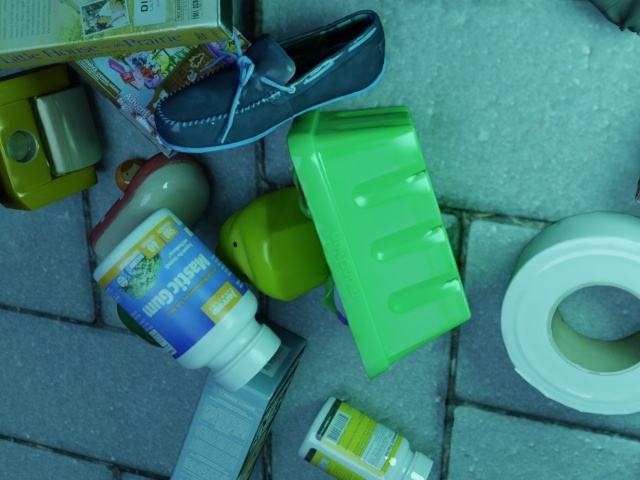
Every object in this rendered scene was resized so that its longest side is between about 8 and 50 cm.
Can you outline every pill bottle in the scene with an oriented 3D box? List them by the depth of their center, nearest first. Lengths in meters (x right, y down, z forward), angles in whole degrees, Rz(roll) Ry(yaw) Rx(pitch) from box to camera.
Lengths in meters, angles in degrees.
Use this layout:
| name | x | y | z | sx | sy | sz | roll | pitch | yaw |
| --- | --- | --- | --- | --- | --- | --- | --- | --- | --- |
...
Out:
| name | x | y | z | sx | sy | sz | roll | pitch | yaw |
| --- | --- | --- | --- | --- | --- | --- | --- | --- | --- |
| pill bottle | -0.191 | 0.095 | 1.298 | 0.272 | 0.152 | 0.152 | 45 | 121 | -5 |
| pill bottle | 0.077 | 0.365 | 1.479 | 0.209 | 0.119 | 0.119 | 30 | 120 | 7 |

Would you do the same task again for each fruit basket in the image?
| name | x | y | z | sx | sy | sz | roll | pitch | yaw |
| --- | --- | --- | --- | --- | --- | --- | --- | --- | --- |
| fruit basket | 0.000 | 0.000 | 1.277 | 0.392 | 0.283 | 0.391 | 1 | 109 | 2 |

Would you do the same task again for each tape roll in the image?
| name | x | y | z | sx | sy | sz | roll | pitch | yaw |
| --- | --- | --- | --- | --- | --- | --- | --- | --- | --- |
| tape roll | 0.405 | 0.106 | 1.246 | 0.286 | 0.100 | 0.286 | 8 | 116 | 17 |

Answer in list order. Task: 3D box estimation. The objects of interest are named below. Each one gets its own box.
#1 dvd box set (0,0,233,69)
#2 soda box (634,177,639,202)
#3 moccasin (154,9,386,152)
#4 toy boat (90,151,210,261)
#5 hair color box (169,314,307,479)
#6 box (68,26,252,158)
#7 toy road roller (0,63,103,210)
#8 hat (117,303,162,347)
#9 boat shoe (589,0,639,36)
| name | x | y | z | sx | sy | sz | roll | pitch | yaw |
| --- | --- | --- | --- | --- | --- | --- | --- | --- | --- |
| dvd box set | -0.325 | -0.392 | 1.165 | 0.421 | 0.062 | 0.307 | -5 | 78 | 12 |
| soda box | 0.502 | -0.153 | 1.098 | 0.092 | 0.083 | 0.263 | 26 | 120 | 9 |
| moccasin | -0.069 | -0.231 | 1.164 | 0.137 | 0.342 | 0.116 | 48 | 154 | 30 |
| toy boat | -0.290 | -0.071 | 1.428 | 0.231 | 0.151 | 0.151 | -43 | 64 | 31 |
| hair color box | -0.157 | 0.335 | 1.516 | 0.114 | 0.185 | 0.374 | 27 | 120 | 7 |
| box | -0.252 | -0.288 | 1.241 | 0.293 | 0.057 | 0.201 | 43 | 91 | -5 |
| toy road roller | -0.545 | -0.150 | 1.395 | 0.241 | 0.330 | 0.202 | 8 | 117 | 41 |
| hat | -0.324 | 0.137 | 1.491 | 0.173 | 0.183 | 0.208 | 4 | 114 | 20 |
| boat shoe | 0.435 | -0.391 | 1.000 | 0.096 | 0.112 | 0.335 | 30 | 124 | 1 |
